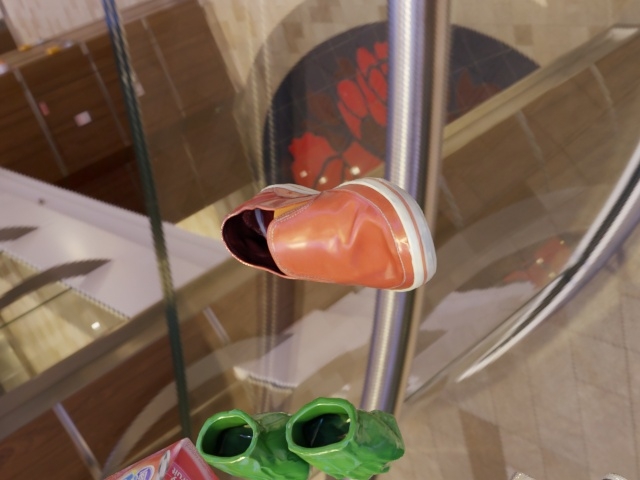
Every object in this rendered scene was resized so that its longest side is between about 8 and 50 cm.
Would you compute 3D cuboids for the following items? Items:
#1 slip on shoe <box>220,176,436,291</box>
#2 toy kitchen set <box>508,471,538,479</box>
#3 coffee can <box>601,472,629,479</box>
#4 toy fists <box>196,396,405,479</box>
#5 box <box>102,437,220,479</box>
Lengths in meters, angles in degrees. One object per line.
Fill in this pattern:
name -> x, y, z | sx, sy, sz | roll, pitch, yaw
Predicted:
slip on shoe -> 0.000, 0.000, 0.890 | 0.331, 0.101, 0.123 | 10, 122, 55
toy kitchen set -> 0.242, 0.357, 0.877 | 0.166, 0.122, 0.207 | 31, 161, 32
coffee can -> 0.378, 0.500, 1.222 | 0.201, 0.275, 0.201 | 55, 170, 15
toy fists -> -0.024, 0.270, 1.134 | 0.279, 0.096, 0.142 | -14, 142, 29
box -> -0.111, 0.327, 0.755 | 0.122, 0.128, 0.257 | -30, 101, 18
